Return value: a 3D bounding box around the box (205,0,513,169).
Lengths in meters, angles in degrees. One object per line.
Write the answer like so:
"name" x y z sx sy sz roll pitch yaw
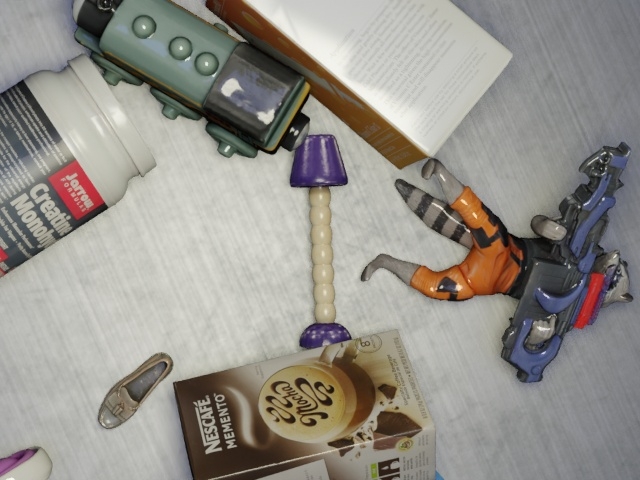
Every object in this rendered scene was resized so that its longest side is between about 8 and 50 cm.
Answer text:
"box" 0.040 -0.266 1.775 0.345 0.215 0.168 40 85 -4

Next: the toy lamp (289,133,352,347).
"toy lamp" 0.000 0.000 1.836 0.080 0.080 0.275 -1 90 -7

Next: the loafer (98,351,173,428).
"loafer" -0.240 0.193 1.820 0.045 0.039 0.125 45 84 -4

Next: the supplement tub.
"supplement tub" -0.360 -0.088 1.737 0.272 0.191 0.191 -34 92 -6

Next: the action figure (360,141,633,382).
"action figure" 0.263 -0.012 1.821 0.330 0.178 0.341 22 111 -10

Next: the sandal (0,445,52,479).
"sandal" -0.533 0.343 1.726 0.416 0.169 0.102 -27 95 -19

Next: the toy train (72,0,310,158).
"toy train" -0.159 -0.220 1.755 0.334 0.190 0.142 32 85 1

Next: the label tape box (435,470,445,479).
"label tape box" 0.061 0.443 1.816 0.333 0.106 0.240 -42 94 -6

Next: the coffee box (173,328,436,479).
"coffee box" -0.021 0.238 1.767 0.297 0.119 0.168 -13 46 -7
